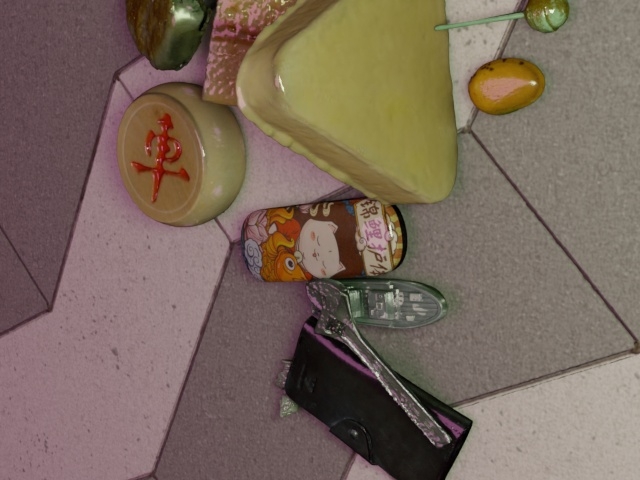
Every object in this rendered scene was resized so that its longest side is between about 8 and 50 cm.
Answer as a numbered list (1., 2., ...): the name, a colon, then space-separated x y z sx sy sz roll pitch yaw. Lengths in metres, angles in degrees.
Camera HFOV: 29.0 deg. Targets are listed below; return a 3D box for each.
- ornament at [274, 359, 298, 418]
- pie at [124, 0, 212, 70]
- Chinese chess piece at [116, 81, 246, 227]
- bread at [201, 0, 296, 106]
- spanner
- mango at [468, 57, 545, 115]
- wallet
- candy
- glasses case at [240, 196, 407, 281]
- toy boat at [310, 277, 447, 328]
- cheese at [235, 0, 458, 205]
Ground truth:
1. ornament: -0.051 0.246 2.083 0.068 0.041 0.092 -30 70 34
2. pie: -0.262 -0.456 2.033 0.296 0.078 0.371 -8 85 62
3. Chinese chess piece: -0.243 -0.147 2.123 0.251 0.097 0.250 11 106 39
4. bread: -0.084 -0.326 1.998 0.178 0.135 0.240 12 109 3
5. spanner: 0.085 0.185 1.878 0.325 0.026 0.093 48 119 7
6. mango: 0.258 -0.213 1.713 0.114 0.057 0.079 -1 91 37
7. wallet: 0.078 0.265 1.954 0.318 0.045 0.172 34 123 22
8. candy: 0.245 -0.306 1.696 0.202 0.061 0.061 -2 98 36
9. glasses case: 0.000 0.000 1.958 0.321 0.082 0.122 -5 92 40
10. toy boat: 0.085 0.096 1.905 0.260 0.085 0.078 2 100 40
11. cheese: 0.040 -0.226 1.703 0.104 0.384 0.384 0 99 45
